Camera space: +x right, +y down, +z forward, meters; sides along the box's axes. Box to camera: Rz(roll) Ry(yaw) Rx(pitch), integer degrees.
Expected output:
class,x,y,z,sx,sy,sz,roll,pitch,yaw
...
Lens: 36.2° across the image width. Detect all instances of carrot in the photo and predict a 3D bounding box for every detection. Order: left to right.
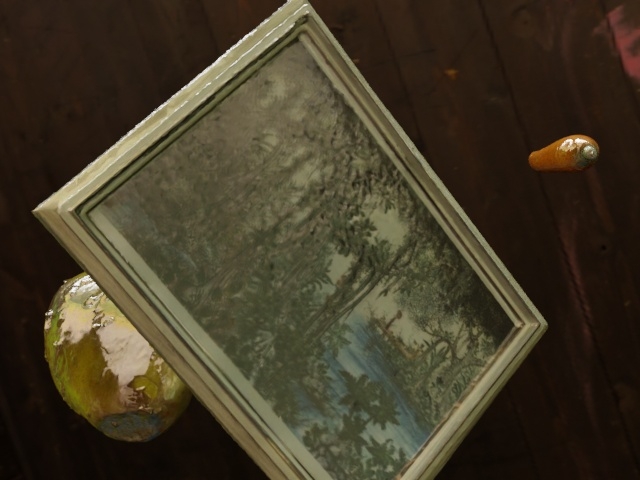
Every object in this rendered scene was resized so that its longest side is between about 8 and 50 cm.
class,x,y,z,sx,sy,sz,roll,pitch,yaw
carrot,0.222,-0.078,0.915,0.142,0.035,0.035,-177,-110,-78

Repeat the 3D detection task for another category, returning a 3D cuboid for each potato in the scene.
class,x,y,z,sx,sy,sz,roll,pitch,yaw
potato,-0.211,0.113,1.015,0.149,0.113,0.251,-46,-143,-2

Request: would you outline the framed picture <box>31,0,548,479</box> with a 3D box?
class,x,y,z,sx,sy,sz,roll,pitch,yaw
framed picture,0.004,0.014,0.379,0.183,0.142,0.011,52,-27,-13
